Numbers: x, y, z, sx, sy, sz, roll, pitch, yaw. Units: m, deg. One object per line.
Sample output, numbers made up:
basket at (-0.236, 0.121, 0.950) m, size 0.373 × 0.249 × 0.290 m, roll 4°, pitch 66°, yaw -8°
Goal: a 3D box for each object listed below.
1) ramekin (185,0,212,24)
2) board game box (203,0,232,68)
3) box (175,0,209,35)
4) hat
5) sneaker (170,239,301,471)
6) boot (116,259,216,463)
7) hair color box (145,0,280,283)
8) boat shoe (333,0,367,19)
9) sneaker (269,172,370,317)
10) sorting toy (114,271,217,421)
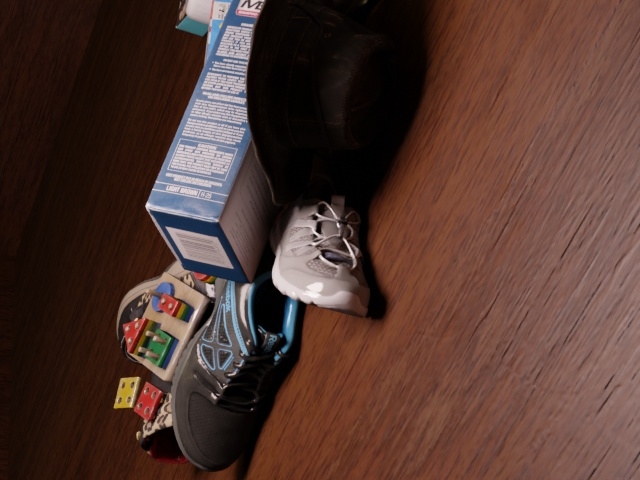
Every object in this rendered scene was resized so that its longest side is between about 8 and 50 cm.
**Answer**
ramekin at (-0.135, -0.472, 2.159) m, size 0.277 × 0.135 × 0.277 m, roll -171°, pitch 90°, yaw -80°
board game box at (-0.146, -0.151, 2.008) m, size 0.308 × 0.086 × 0.301 m, roll 108°, pitch 167°, yaw -61°
box at (-0.206, -0.482, 2.532) m, size 0.244 × 0.060 × 0.100 m, roll 153°, pitch 129°, yaw -64°
hat at (0.019, -0.200, 1.598) m, size 0.331 × 0.134 × 0.331 m, roll 3°, pitch -90°, yaw -74°
sneaker at (-0.109, 0.154, 1.768) m, size 0.140 × 0.125 × 0.340 m, roll 27°, pitch 104°, yaw 65°
boot at (-0.225, 0.200, 2.032) m, size 0.377 × 0.138 × 0.284 m, roll -35°, pitch 44°, yaw 49°
hair color box at (-0.097, -0.139, 1.712) m, size 0.174 × 0.105 × 0.347 m, roll 70°, pitch -144°, yaw -59°
boat shoe at (0.004, -0.327, 1.833) m, size 0.305 × 0.091 × 0.109 m, roll 136°, pitch 134°, yaw -61°
sneaker at (0.000, 0.000, 1.606) m, size 0.115 × 0.105 × 0.281 m, roll -67°, pitch 23°, yaw 17°
sorting toy at (-0.237, 0.127, 1.914) m, size 0.132 × 0.046 × 0.274 m, roll 26°, pitch 91°, yaw 54°
